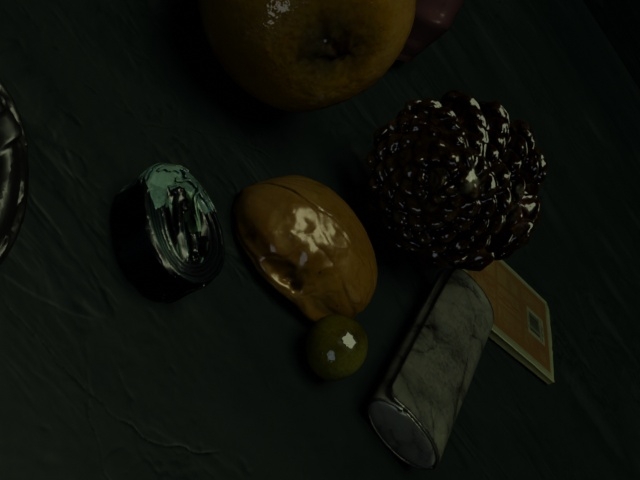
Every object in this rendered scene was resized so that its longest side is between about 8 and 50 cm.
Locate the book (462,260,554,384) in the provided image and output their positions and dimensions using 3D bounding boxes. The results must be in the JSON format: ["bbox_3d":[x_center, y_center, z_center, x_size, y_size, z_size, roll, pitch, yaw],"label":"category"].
[{"bbox_3d":[0.290,0.101,1.292,0.242,0.018,0.170,39,39,-27],"label":"book"}]

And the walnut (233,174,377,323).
[{"bbox_3d":[0.003,0.000,0.951,0.211,0.087,0.167,47,34,-18],"label":"walnut"}]

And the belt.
[{"bbox_3d":[-0.145,-0.010,0.801,0.105,0.058,0.140,11,57,-51],"label":"belt"}]

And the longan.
[{"bbox_3d":[0.018,0.122,0.909,0.075,0.075,0.083,-65,159,-49],"label":"longan"}]

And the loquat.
[{"bbox_3d":[-0.014,-0.286,0.978,0.263,0.263,0.263,30,45,-35],"label":"loquat"}]

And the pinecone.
[{"bbox_3d":[0.191,-0.071,1.136,0.292,0.246,0.246,22,47,-67],"label":"pinecone"}]

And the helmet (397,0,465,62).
[{"bbox_3d":[0.122,-0.470,1.341,0.271,0.197,0.338,9,60,-45],"label":"helmet"}]

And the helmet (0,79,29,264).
[{"bbox_3d":[-0.326,-0.025,0.504,0.230,0.160,0.278,44,53,-21],"label":"helmet"}]

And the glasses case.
[{"bbox_3d":[0.150,0.152,1.047,0.114,0.060,0.299,52,36,-10],"label":"glasses case"}]
